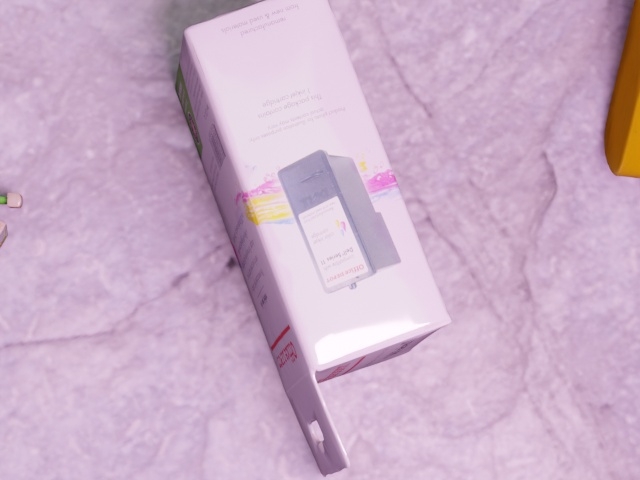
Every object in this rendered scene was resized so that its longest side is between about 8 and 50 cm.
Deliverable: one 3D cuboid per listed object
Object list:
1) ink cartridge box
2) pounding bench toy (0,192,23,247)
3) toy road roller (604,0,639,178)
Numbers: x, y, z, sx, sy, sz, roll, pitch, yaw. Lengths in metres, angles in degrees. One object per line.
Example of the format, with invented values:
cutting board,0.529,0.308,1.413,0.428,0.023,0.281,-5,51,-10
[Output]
ink cartridge box,0.000,0.000,1.521,0.119,0.207,0.353,-19,84,-9
pounding bench toy,-0.289,-0.016,1.566,0.065,0.052,0.083,29,78,-1
toy road roller,0.359,-0.205,1.636,0.202,0.240,0.330,6,117,-7
